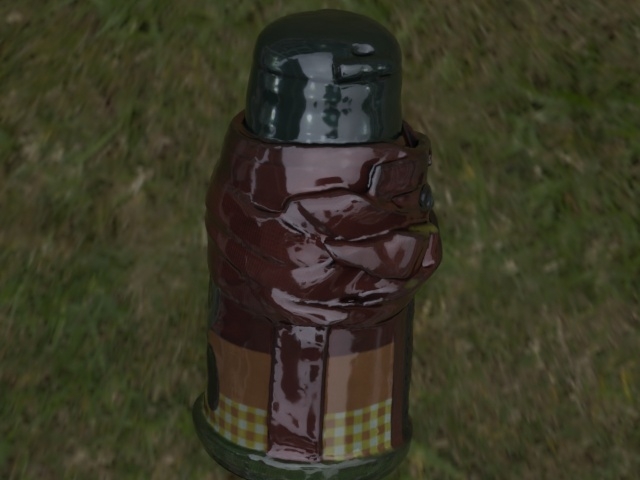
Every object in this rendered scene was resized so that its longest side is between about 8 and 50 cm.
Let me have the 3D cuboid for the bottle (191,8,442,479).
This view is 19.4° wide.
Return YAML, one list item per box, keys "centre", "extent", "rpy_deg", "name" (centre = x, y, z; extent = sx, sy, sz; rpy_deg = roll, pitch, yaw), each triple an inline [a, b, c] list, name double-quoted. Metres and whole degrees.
- centre: [0.000, 0.000, 1.091]
  extent: [0.143, 0.156, 0.271]
  rpy_deg: [-9, 115, -28]
  name: "bottle"
